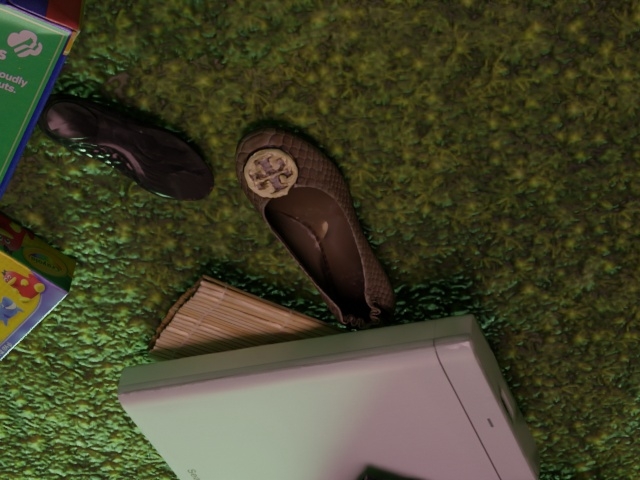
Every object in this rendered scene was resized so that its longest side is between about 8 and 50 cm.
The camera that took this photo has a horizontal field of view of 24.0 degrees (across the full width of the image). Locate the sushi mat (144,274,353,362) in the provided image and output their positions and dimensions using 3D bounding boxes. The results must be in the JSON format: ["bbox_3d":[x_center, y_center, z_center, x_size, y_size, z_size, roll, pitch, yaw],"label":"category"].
[{"bbox_3d":[-0.004,0.128,1.469,0.317,0.019,0.151,21,142,-15],"label":"sushi mat"}]

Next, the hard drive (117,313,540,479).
[{"bbox_3d":[0.011,0.180,1.467,0.353,0.047,0.233,-10,136,20],"label":"hard drive"}]

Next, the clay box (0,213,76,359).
[{"bbox_3d":[-0.353,0.012,1.383,0.222,0.053,0.127,33,123,-24],"label":"clay box"}]

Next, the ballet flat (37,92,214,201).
[{"bbox_3d":[-0.167,-0.085,1.310,0.173,0.049,0.057,27,98,-25],"label":"ballet flat"}]

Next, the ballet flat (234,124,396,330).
[{"bbox_3d":[0.000,0.000,1.353,0.084,0.058,0.250,-18,127,18],"label":"ballet flat"}]

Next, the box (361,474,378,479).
[{"bbox_3d":[0.126,0.363,1.586,0.293,0.073,0.295,19,145,-10],"label":"box"}]

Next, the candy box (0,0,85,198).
[{"bbox_3d":[-0.272,-0.130,1.122,0.122,0.268,0.317,18,128,-17],"label":"candy box"}]
